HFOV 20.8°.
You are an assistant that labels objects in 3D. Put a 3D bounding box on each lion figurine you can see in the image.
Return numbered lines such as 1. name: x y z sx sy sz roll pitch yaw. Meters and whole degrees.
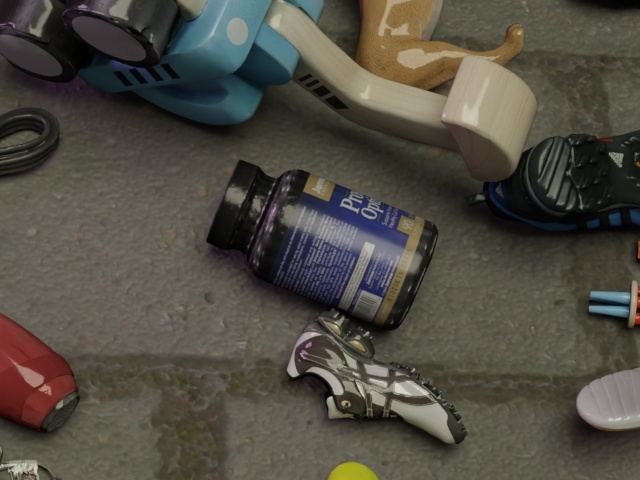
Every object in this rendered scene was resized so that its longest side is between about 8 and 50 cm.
1. lion figurine: 0.091 -0.267 1.929 0.240 0.142 0.392 -4 71 -5

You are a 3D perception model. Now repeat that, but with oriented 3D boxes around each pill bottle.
1. pill bottle: 0.000 0.000 1.795 0.219 0.123 0.123 22 64 -1

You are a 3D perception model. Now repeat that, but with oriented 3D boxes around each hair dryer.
1. hair dryer: -0.343 0.170 1.673 0.223 0.080 0.294 -4 67 -13

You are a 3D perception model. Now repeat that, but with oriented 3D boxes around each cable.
1. cable: -0.399 -0.051 1.792 0.139 0.072 0.287 30 50 22

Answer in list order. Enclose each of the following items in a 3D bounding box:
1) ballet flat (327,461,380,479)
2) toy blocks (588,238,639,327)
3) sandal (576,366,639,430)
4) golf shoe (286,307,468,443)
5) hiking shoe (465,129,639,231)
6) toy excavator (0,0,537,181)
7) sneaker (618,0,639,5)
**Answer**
1. ballet flat: 0.047 0.318 1.685 0.077 0.077 0.231 1 66 -10
2. toy blocks: 0.368 0.042 1.888 0.148 0.054 0.123 5 56 6
3. sandal: 0.372 0.169 1.816 0.265 0.076 0.102 -11 33 -26
4. golf shoe: 0.055 0.159 1.770 0.198 0.077 0.094 36 79 11
5. hiking shoe: 0.312 -0.065 1.893 0.304 0.132 0.113 5 78 -34
6. toy excavator: -0.050 -0.207 1.804 0.445 0.433 0.222 35 66 -36
7. sneaker: 0.395 -0.318 2.049 0.232 0.090 0.081 6 62 -32
